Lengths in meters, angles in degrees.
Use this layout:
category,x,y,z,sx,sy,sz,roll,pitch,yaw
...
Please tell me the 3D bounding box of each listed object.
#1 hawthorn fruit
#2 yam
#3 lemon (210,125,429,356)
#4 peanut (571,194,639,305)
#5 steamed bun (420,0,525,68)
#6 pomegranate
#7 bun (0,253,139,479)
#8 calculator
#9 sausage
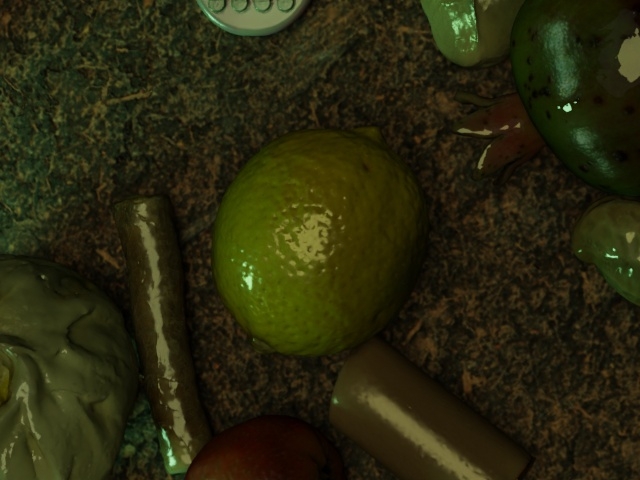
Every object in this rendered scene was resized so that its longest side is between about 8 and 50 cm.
category,x,y,z,sx,sy,sz,roll,pitch,yaw
hawthorn fruit,-0.084,0.304,1.670,0.226,0.196,0.196,-10,89,16
yam,-0.190,0.115,1.741,0.081,0.081,0.356,-12,90,11
lemon,-0.001,0.000,1.620,0.267,0.267,0.267,0,91,11
peanut,0.433,0.028,1.602,0.298,0.120,0.136,17,70,11
steamed bun,0.197,-0.310,1.644,0.231,0.110,0.212,0,92,13
pomegranate,0.327,-0.174,1.570,0.290,0.291,0.323,57,139,5
bun,-0.390,0.156,1.646,0.365,0.219,0.365,6,55,-8
calculator,-0.081,-0.401,1.727,0.186,0.041,0.298,0,93,10
sausage,0.120,0.227,1.661,0.253,0.123,0.123,38,97,10
